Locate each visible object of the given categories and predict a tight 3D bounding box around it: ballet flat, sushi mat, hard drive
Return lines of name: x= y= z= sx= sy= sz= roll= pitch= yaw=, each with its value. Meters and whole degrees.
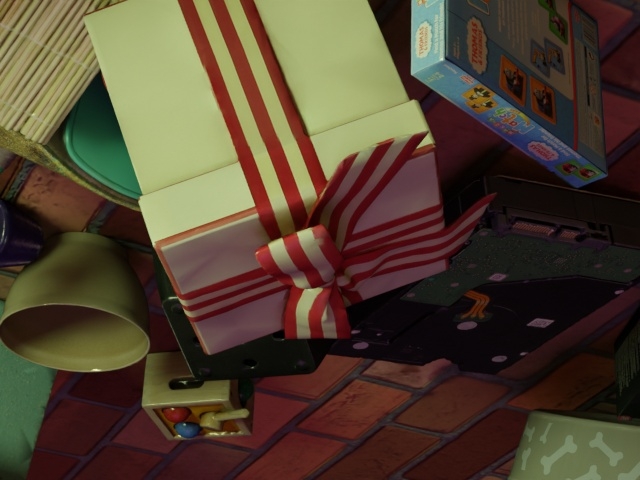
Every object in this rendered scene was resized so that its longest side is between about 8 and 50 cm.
ballet flat: x=-0.251 y=-0.120 z=1.516 sx=0.349 sy=0.123 sz=0.123 roll=25 pitch=143 yaw=-35
sushi mat: x=-0.207 y=-0.208 z=1.331 sx=0.151 sy=0.019 sz=0.316 roll=21 pitch=125 yaw=-31
hard drive: x=0.178 y=0.044 z=1.769 sx=0.237 sy=0.064 sz=0.339 roll=8 pitch=152 yaw=-27

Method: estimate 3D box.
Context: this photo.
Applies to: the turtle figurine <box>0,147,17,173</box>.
turtle figurine: x=-0.373 y=-0.014 z=1.560 sx=0.118 sy=0.234 sz=0.175 roll=32 pitch=-177 yaw=40

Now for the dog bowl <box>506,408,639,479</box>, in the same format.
dog bowl: x=0.397 y=0.268 z=2.013 sx=0.349 sy=0.102 sz=0.349 roll=7 pitch=178 yaw=0

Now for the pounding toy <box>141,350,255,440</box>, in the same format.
pounding toy: x=-0.136 y=0.197 z=2.052 sx=0.141 sy=0.100 sz=0.130 roll=-5 pitch=150 yaw=13

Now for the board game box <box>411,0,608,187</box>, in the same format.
board game box: x=0.153 y=-0.156 z=1.354 sx=0.039 sy=0.160 sz=0.211 roll=-23 pitch=141 yaw=36

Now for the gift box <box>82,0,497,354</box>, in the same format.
gift box: x=-0.018 y=-0.073 z=1.355 sx=0.276 sy=0.258 sz=0.255 roll=-21 pitch=155 yaw=3

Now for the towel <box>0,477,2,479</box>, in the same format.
towel: x=-0.467 y=0.297 z=1.852 sx=0.324 sy=0.056 sz=0.312 roll=0 pitch=142 yaw=16

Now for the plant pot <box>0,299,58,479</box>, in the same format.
plant pot: x=-0.484 y=0.180 z=1.924 sx=0.252 sy=0.247 sz=0.248 roll=33 pitch=139 yaw=-29

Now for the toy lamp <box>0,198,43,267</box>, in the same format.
toy lamp: x=-0.393 y=-0.024 z=1.677 sx=0.080 sy=0.080 sz=0.275 roll=-21 pitch=155 yaw=35

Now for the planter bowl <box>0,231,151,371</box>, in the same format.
planter bowl: x=-0.259 y=0.059 z=1.812 sx=0.162 sy=0.109 sz=0.162 roll=2 pitch=151 yaw=1

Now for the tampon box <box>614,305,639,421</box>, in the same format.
tampon box: x=0.411 y=0.131 z=1.894 sx=0.120 sy=0.101 sz=0.161 roll=6 pitch=150 yaw=-7

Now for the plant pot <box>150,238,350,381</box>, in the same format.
plant pot: x=-0.069 y=0.033 z=1.660 sx=0.187 sy=0.167 sz=0.188 roll=-5 pitch=135 yaw=12
